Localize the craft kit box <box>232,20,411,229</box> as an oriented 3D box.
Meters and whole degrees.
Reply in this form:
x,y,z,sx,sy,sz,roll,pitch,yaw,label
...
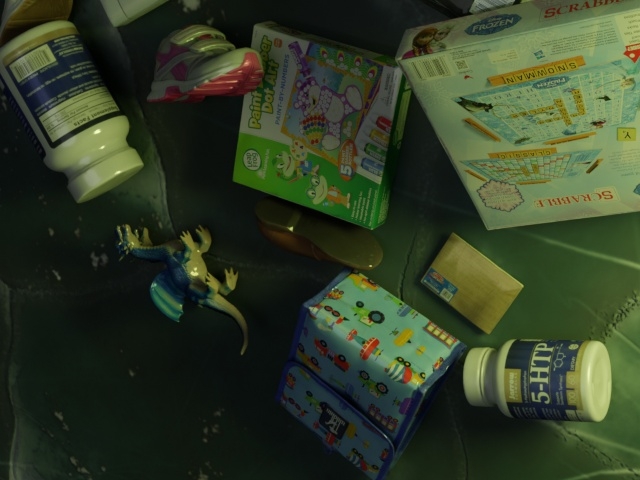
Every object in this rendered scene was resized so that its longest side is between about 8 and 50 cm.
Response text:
x,y,z,sx,sy,sz,roll,pitch,yaw,label
0.000,-0.171,1.683,0.246,0.061,0.250,21,115,25,craft kit box

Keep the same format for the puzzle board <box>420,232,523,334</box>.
x,y,z,sx,sy,sz,roll,pitch,yaw,label
0.219,0.062,1.662,0.128,0.011,0.096,38,122,14,puzzle board

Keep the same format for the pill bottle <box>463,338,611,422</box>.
x,y,z,sx,sy,sz,roll,pitch,yaw,label
0.301,0.194,1.599,0.186,0.112,0.112,-2,105,29,pill bottle

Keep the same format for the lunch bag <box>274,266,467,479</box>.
x,y,z,sx,sy,sz,roll,pitch,yaw,label
0.055,0.224,1.757,0.221,0.138,0.293,34,132,16,lunch bag

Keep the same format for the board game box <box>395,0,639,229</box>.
x,y,z,sx,sy,sz,roll,pitch,yaw,label
0.301,-0.155,1.421,0.318,0.066,0.318,-6,135,30,board game box

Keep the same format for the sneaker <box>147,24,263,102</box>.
x,y,z,sx,sy,sz,roll,pitch,yaw,label
-0.178,-0.267,1.693,0.252,0.103,0.111,0,93,49,sneaker

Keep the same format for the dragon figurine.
x,y,z,sx,sy,sz,roll,pitch,yaw,label
-0.218,0.074,1.864,0.144,0.085,0.289,-36,86,33,dragon figurine

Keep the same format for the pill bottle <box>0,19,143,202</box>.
x,y,z,sx,sy,sz,roll,pitch,yaw,label
-0.401,-0.204,1.835,0.153,0.153,0.265,-29,91,33,pill bottle

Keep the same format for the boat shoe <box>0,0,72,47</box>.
x,y,z,sx,sy,sz,roll,pitch,yaw,label
-0.445,-0.411,1.819,0.277,0.098,0.096,-44,62,42,boat shoe

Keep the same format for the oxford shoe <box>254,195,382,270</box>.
x,y,z,sx,sy,sz,roll,pitch,yaw,label
0.000,0.000,1.741,0.212,0.076,0.076,24,144,21,oxford shoe

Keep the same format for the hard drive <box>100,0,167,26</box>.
x,y,z,sx,sy,sz,roll,pitch,yaw,label
-0.224,-0.496,1.704,0.353,0.047,0.233,-21,95,32,hard drive

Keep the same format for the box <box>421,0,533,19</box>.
x,y,z,sx,sy,sz,roll,pitch,yaw,label
0.237,-0.394,1.425,0.163,0.142,0.247,34,121,14,box
